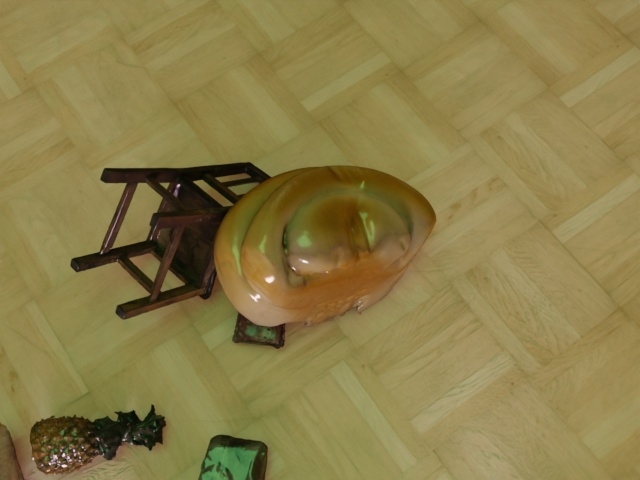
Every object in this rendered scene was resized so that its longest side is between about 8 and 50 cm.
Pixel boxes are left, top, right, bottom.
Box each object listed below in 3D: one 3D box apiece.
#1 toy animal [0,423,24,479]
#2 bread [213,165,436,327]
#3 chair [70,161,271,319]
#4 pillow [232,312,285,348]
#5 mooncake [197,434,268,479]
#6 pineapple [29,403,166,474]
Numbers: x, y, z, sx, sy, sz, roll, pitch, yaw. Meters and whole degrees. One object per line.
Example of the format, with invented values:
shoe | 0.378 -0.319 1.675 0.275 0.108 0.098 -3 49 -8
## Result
toy animal | -0.668 0.507 1.413 0.226 0.188 0.359 9 66 0
bread | 0.011 0.020 1.521 0.423 0.245 0.329 -11 99 -30
chair | -0.271 -0.016 1.628 0.203 0.416 0.241 36 116 28
pillow | -0.119 0.135 1.631 0.118 0.043 0.185 6 70 8
mooncake | -0.164 0.441 1.481 0.125 0.073 0.130 12 69 4
pineapple | -0.428 0.380 1.508 0.251 0.125 0.125 -9 66 -7
